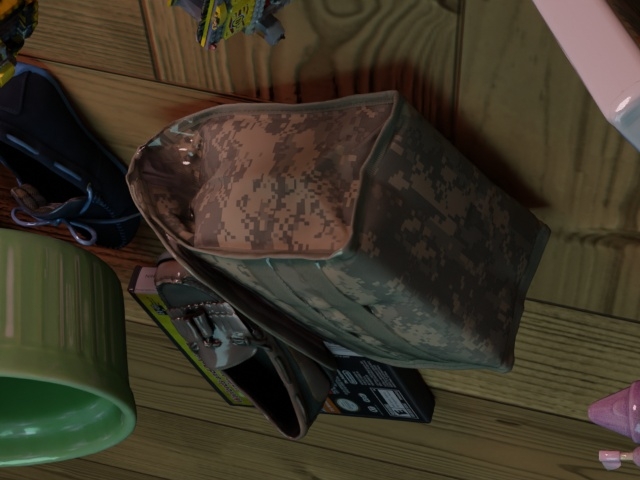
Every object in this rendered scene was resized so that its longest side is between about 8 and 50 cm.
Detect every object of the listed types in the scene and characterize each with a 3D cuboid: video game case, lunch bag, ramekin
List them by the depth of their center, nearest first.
[{"bbox_3d":[0.208,-0.090,0.984,0.036,0.329,0.300,-40,127,17],"label":"video game case"},{"bbox_3d":[0.000,0.000,1.396,0.287,0.169,0.235,1,153,42],"label":"lunch bag"},{"bbox_3d":[-0.323,0.102,1.576,0.303,0.148,0.303,-2,157,-1],"label":"ramekin"},{"bbox_3d":[-0.035,0.111,1.758,0.248,0.035,0.275,2,150,25],"label":"video game case"}]

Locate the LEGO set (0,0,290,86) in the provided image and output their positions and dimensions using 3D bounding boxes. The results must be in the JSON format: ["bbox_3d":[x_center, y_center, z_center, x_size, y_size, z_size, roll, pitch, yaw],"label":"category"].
[{"bbox_3d":[-0.106,-0.200,0.973,0.192,0.255,0.331,41,143,12],"label":"LEGO set"}]

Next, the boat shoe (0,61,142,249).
[{"bbox_3d":[-0.247,-0.056,1.500,0.109,0.089,0.258,1,149,28],"label":"boat shoe"}]

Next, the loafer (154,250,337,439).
[{"bbox_3d":[-0.072,0.106,1.632,0.096,0.084,0.267,-5,146,36],"label":"loafer"}]

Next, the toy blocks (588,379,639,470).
[{"bbox_3d":[0.331,0.142,1.315,0.260,0.309,0.289,-1,148,18],"label":"toy blocks"}]
